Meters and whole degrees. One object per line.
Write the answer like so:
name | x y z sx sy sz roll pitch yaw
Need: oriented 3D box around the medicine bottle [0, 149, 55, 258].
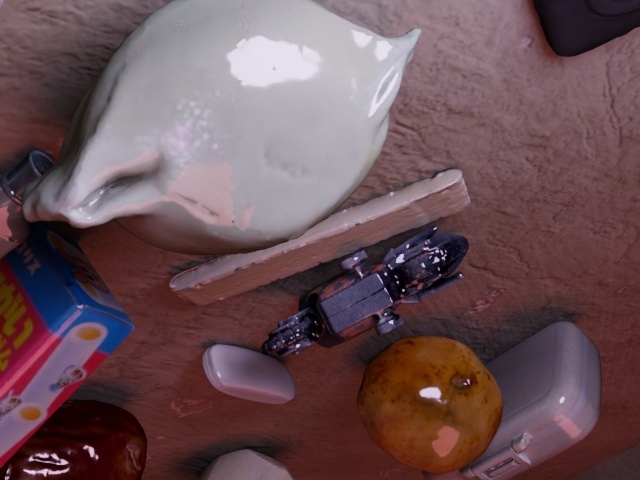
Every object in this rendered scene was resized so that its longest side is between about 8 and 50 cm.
medicine bottle | -0.352 -0.016 0.865 0.208 0.054 0.090 -34 128 17

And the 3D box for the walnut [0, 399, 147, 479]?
walnut | -0.418 0.341 1.305 0.269 0.244 0.222 22 94 -38

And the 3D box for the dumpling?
dumpling | -0.085 -0.084 0.748 0.320 0.212 0.270 8 146 -18

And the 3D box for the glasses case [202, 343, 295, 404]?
glasses case | -0.111 0.214 1.346 0.049 0.076 0.197 -34 146 24

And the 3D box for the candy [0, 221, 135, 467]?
candy | -0.364 0.139 0.928 0.306 0.157 0.100 -47 147 5

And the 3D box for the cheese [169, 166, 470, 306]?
cheese | 0.001 0.003 1.099 0.400 0.034 0.085 -20 149 6

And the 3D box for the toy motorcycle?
toy motorcycle | 0.061 0.074 1.160 0.307 0.108 0.173 -29 176 13

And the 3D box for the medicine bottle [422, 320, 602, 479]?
medicine bottle | 0.351 0.319 1.573 0.123 0.282 0.375 42 126 -11

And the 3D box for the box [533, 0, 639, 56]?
box | 0.301 -0.270 0.794 0.212 0.042 0.201 -26 146 14

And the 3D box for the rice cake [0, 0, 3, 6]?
rice cake | -0.224 -0.234 0.605 0.047 0.036 0.207 -5 149 -42

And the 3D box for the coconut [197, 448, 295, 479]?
coconut | -0.155 0.552 1.732 0.237 0.237 0.266 -32 -176 24

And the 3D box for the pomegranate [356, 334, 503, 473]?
pomegranate | 0.185 0.280 1.443 0.248 0.248 0.248 -12 149 -7
